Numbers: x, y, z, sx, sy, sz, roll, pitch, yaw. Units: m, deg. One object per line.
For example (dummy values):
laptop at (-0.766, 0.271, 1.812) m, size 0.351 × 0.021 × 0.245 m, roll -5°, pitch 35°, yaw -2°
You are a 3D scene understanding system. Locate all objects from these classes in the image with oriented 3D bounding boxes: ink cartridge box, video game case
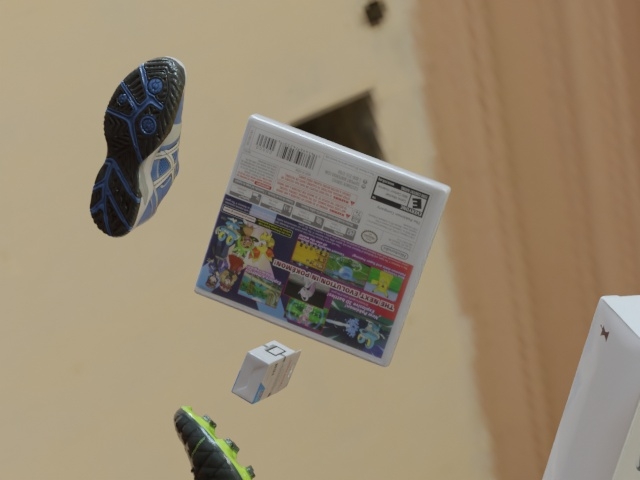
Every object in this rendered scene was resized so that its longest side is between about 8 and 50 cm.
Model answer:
ink cartridge box at (-0.054, 0.132, 1.957) m, size 0.028 × 0.083 × 0.048 m, roll 28°, pitch -73°, yaw 18°
video game case at (0.000, 0.000, 1.803) m, size 0.201 × 0.023 × 0.183 m, roll 21°, pitch -75°, yaw 9°

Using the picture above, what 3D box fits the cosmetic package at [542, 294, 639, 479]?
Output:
cosmetic package at (0.332, 0.219, 1.684) m, size 0.097 × 0.284 × 0.377 m, roll -125°, pitch -140°, yaw -51°

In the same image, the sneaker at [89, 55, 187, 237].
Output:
sneaker at (-0.193, -0.108, 2.120) m, size 0.080 × 0.081 × 0.211 m, roll 30°, pitch -67°, yaw 20°

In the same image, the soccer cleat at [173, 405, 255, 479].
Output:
soccer cleat at (-0.074, 0.211, 1.494) m, size 0.179 × 0.072 × 0.060 m, roll 55°, pitch -4°, yaw 15°
